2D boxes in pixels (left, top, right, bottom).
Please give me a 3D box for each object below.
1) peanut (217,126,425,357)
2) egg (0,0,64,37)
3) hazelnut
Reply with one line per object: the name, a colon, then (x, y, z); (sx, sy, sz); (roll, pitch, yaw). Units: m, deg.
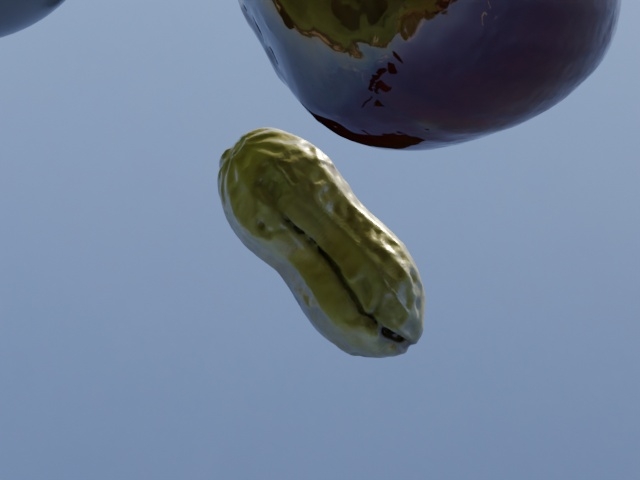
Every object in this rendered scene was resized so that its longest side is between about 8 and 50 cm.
peanut: (0.000, 0.000, 1.831); (0.130, 0.130, 0.290); (-39, -109, -9)
egg: (-0.249, -0.220, 1.236); (0.176, 0.176, 0.232); (-9, -170, 27)
hazelnut: (0.083, -0.269, 1.597); (0.359, 0.359, 0.409); (-27, -124, 7)
